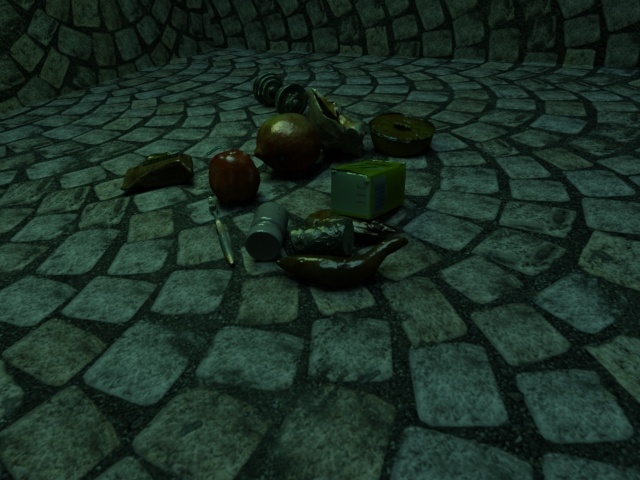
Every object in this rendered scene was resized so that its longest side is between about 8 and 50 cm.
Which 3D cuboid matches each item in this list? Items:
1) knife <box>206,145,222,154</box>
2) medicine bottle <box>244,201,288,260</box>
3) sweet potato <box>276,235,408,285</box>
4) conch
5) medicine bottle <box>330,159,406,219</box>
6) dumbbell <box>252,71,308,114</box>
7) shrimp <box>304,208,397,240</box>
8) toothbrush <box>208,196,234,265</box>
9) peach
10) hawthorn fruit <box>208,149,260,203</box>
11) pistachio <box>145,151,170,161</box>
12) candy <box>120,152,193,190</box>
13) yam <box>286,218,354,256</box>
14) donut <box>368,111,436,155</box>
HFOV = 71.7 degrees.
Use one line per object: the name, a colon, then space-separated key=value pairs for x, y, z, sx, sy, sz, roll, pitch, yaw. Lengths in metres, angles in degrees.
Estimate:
knife: x=-0.463 y=-0.395 z=1.922 sx=0.027 sy=0.010 sz=0.096 roll=10 pitch=37 yaw=21
medicine bottle: x=-0.150 y=-0.029 z=1.259 sx=0.104 sy=0.105 sz=0.168 roll=-1 pitch=33 yaw=5
sweet potato: x=0.059 y=0.059 z=1.112 sx=0.345 sy=0.079 sz=0.109 roll=-10 pitch=61 yaw=1
conch: x=0.042 y=-0.444 z=1.739 sx=0.324 sy=0.186 sz=0.263 roll=34 pitch=9 yaw=-1
medicine bottle: x=0.150 y=-0.160 z=1.340 sx=0.137 sy=0.141 sz=0.250 roll=10 pitch=20 yaw=33
dumbbell: x=-0.209 y=-0.748 z=2.274 sx=0.179 sy=0.179 sz=0.406 roll=-21 pitch=37 yaw=-23
shrimp: x=0.091 y=-0.052 z=1.310 sx=0.294 sy=0.062 sz=0.154 roll=15 pitch=32 yaw=29
toothbrush: x=-0.304 y=-0.033 z=1.348 sx=0.028 sy=0.037 sz=0.375 roll=-17 pitch=38 yaw=-13
peach: x=-0.131 y=-0.352 z=1.642 sx=0.256 sy=0.233 sz=0.232 roll=-35 pitch=43 yaw=-24
hawthorn fruit: x=-0.294 y=-0.216 z=1.492 sx=0.189 sy=0.189 sz=0.189 roll=-3 pitch=34 yaw=2
pistachio: x=-0.629 y=-0.314 z=1.785 sx=0.172 sy=0.049 sz=0.090 roll=18 pitch=62 yaw=27
candy: x=-0.606 y=-0.254 z=1.655 sx=0.271 sy=0.101 sz=0.143 roll=-14 pitch=40 yaw=-3
yam: x=0.000 y=0.000 z=1.204 sx=0.183 sy=0.107 sz=0.107 roll=-6 pitch=33 yaw=9
donut: x=0.329 y=-0.423 z=1.805 sx=0.271 sy=0.107 sz=0.272 roll=-2 pitch=39 yaw=1
